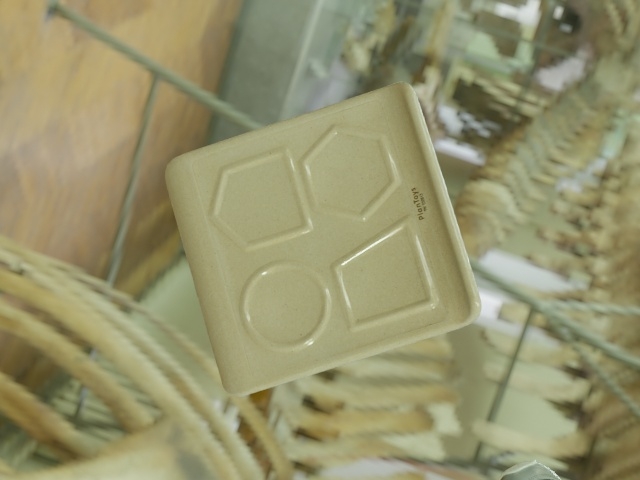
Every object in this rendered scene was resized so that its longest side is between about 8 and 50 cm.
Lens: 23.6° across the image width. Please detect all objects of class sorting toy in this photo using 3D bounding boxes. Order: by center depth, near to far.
[{"bbox_3d":[0.000,0.000,1.159,0.038,0.208,0.193,29,43,-74],"label":"sorting toy"}]

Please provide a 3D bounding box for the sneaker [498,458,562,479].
[{"bbox_3d":[0.191,0.273,1.182,0.083,0.084,0.215,178,-106,-72],"label":"sneaker"}]
